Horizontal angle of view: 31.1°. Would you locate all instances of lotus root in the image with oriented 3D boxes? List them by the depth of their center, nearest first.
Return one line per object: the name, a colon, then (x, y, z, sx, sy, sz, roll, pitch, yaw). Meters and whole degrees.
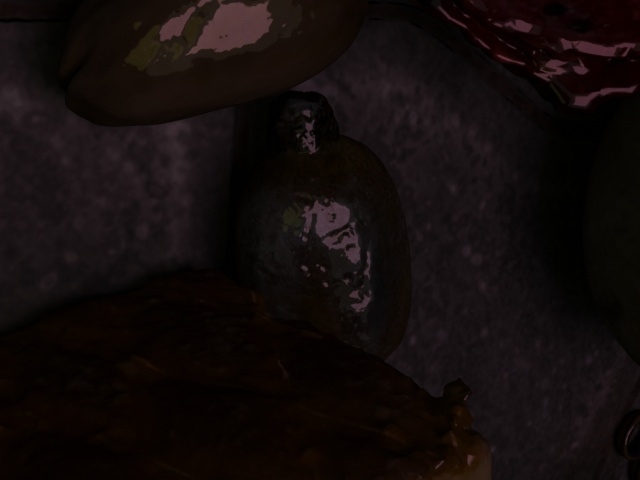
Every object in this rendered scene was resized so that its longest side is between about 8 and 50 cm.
lotus root: (0.000, 0.000, 0.713, 0.113, 0.088, 0.192, -19, 116, -26)

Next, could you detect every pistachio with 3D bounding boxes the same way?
pistachio: (-0.058, -0.121, 0.620, 0.186, 0.126, 0.108, -26, 77, -26)

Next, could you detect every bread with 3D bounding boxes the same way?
bread: (-0.094, 0.171, 0.575, 0.279, 0.279, 0.207, -21, 119, -34)

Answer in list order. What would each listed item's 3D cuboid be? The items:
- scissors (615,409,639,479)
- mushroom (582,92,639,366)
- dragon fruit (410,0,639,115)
scissors: (0.355, 0.134, 1.088, 0.220, 0.017, 0.088, -47, 125, -17)
mushroom: (0.356, -0.029, 0.872, 0.352, 0.260, 0.352, -16, 121, -28)
dragon fruit: (0.125, -0.243, 0.707, 0.286, 0.228, 0.329, -19, 132, 7)
